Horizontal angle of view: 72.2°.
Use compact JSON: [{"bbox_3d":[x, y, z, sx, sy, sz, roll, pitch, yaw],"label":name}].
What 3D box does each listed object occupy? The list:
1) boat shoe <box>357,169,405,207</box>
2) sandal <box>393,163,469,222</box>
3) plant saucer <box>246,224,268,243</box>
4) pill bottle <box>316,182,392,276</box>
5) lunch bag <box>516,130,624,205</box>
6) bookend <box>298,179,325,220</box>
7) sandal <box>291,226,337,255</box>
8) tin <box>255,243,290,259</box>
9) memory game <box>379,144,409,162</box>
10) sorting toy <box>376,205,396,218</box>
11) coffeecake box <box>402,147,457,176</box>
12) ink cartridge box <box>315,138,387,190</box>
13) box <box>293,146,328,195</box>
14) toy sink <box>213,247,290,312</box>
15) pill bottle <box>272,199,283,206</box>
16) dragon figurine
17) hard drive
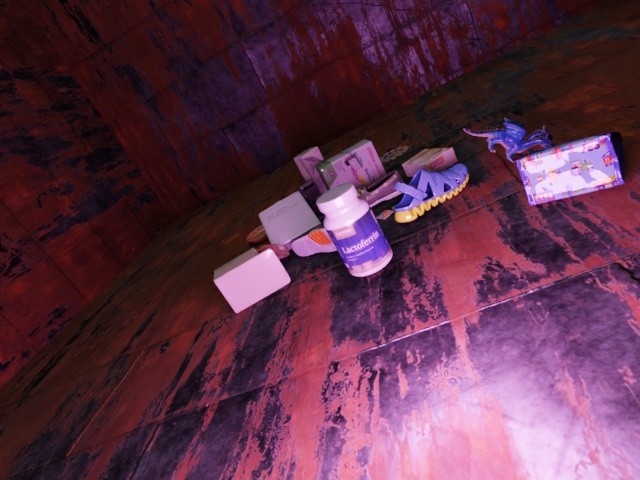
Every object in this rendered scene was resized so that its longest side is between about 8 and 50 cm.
[{"bbox_3d":[0.206,-0.193,1.847,0.305,0.091,0.109,-26,20,10],"label":"boat shoe"},{"bbox_3d":[0.381,-0.192,1.541,0.317,0.138,0.126,-32,17,-11],"label":"sandal"},{"bbox_3d":[-0.286,-0.042,2.245,0.200,0.037,0.200,-25,19,10],"label":"plant saucer"},{"bbox_3d":[0.102,-0.034,1.344,0.153,0.264,0.153,-26,20,10],"label":"pill bottle"},{"bbox_3d":[0.708,-0.225,1.224,0.221,0.138,0.293,-14,12,39],"label":"lunch bag"},{"bbox_3d":[-0.026,-0.188,2.065,0.072,0.156,0.157,-30,20,-1],"label":"bookend"},{"bbox_3d":[-0.006,-0.008,1.677,0.265,0.102,0.076,-13,28,43],"label":"sandal"},{"bbox_3d":[-0.196,0.049,1.751,0.106,0.040,0.190,-17,-13,22],"label":"tin"},{"bbox_3d":[0.396,-0.470,2.384,0.186,0.012,0.186,-26,20,10],"label":"memory game"},{"bbox_3d":[0.257,-0.109,1.690,0.083,0.012,0.062,-39,21,-24],"label":"sorting toy"},{"bbox_3d":[0.462,-0.331,1.866,0.142,0.068,0.185,-34,20,-15],"label":"coffeecake box"},{"bbox_3d":[0.150,-0.325,2.087,0.278,0.201,0.117,-30,20,-1],"label":"ink cartridge box"},{"bbox_3d":[-0.013,-0.319,2.190,0.113,0.275,0.094,-40,22,-24],"label":"box"},{"bbox_3d":[-0.250,0.127,1.610,0.234,0.152,0.131,-31,19,-1],"label":"toy sink"},{"bbox_3d":[-0.170,-0.149,2.242,0.103,0.103,0.184,-37,25,-19],"label":"pill bottle"},{"bbox_3d":[0.647,-0.366,1.500,0.144,0.289,0.085,-63,-5,36],"label":"dragon figurine"},{"bbox_3d":[-0.144,-0.087,2.010,0.233,0.047,0.353,-30,34,-1],"label":"hard drive"}]
